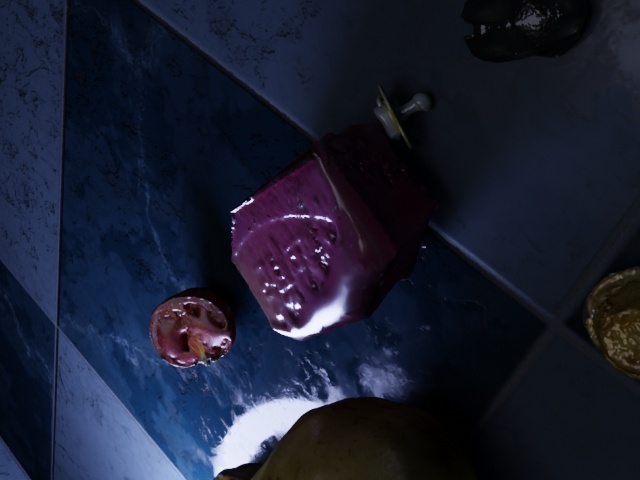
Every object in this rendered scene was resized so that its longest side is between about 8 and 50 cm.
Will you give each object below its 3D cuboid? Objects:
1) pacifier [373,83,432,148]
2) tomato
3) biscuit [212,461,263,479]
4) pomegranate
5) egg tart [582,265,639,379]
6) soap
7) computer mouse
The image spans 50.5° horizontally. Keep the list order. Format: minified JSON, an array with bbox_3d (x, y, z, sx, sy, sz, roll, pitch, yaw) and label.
[{"bbox_3d":[0.098,-0.149,0.779,0.064,0.068,0.083,-25,111,15],"label":"pacifier"},{"bbox_3d":[-0.216,0.146,1.206,0.159,0.091,0.139,-21,105,21],"label":"tomato"},{"bbox_3d":[-0.094,0.572,1.284,0.332,0.103,0.332,23,126,36],"label":"biscuit"},{"bbox_3d":[0.058,0.371,0.880,0.333,0.333,0.332,22,124,37],"label":"pomegranate"},{"bbox_3d":[0.317,0.088,0.669,0.129,0.049,0.128,20,121,38],"label":"egg tart"},{"bbox_3d":[0.000,0.000,0.868,0.220,0.127,0.325,59,147,-2],"label":"soap"},{"bbox_3d":[0.188,-0.210,0.652,0.135,0.047,0.079,9,115,45],"label":"computer mouse"}]
